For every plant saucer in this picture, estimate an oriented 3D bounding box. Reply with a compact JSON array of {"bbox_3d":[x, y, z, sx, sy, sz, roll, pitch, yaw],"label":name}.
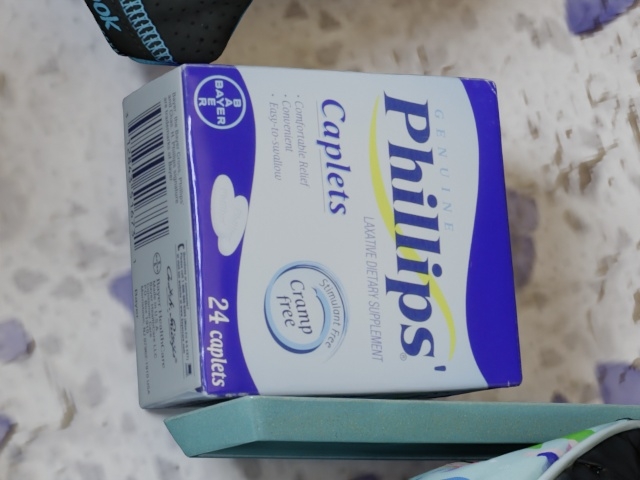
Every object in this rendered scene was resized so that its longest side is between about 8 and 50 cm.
[{"bbox_3d":[0.039,0.074,0.728,0.192,0.067,0.018,4,76,-33],"label":"plant saucer"}]

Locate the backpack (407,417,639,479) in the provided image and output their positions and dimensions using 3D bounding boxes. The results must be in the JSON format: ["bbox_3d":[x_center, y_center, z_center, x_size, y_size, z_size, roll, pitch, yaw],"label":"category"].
[{"bbox_3d":[0.051,0.190,0.629,0.253,0.191,0.225,-18,88,-65],"label":"backpack"}]

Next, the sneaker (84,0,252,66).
[{"bbox_3d":[0.019,-0.192,0.776,0.341,0.125,0.140,-32,122,-29],"label":"sneaker"}]

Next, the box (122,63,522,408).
[{"bbox_3d":[0.000,0.000,0.735,0.137,0.072,0.126,0,81,-26],"label":"box"}]
